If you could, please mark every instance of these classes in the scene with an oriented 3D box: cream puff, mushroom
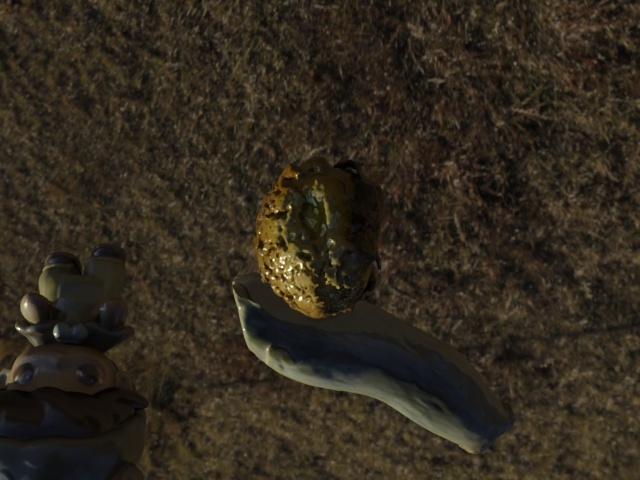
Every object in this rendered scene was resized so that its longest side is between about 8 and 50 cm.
[{"bbox_3d":[0.000,0.000,0.556,0.104,0.133,0.119,10,131,2],"label":"cream puff"},{"bbox_3d":[0.058,0.131,0.786,0.351,0.097,0.109,25,99,-7],"label":"mushroom"}]

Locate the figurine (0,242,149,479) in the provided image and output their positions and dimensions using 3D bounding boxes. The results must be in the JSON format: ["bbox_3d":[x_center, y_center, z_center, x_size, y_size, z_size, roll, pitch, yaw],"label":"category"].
[{"bbox_3d":[-0.335,0.185,0.941,0.248,0.380,0.203,5,149,-11],"label":"figurine"}]
